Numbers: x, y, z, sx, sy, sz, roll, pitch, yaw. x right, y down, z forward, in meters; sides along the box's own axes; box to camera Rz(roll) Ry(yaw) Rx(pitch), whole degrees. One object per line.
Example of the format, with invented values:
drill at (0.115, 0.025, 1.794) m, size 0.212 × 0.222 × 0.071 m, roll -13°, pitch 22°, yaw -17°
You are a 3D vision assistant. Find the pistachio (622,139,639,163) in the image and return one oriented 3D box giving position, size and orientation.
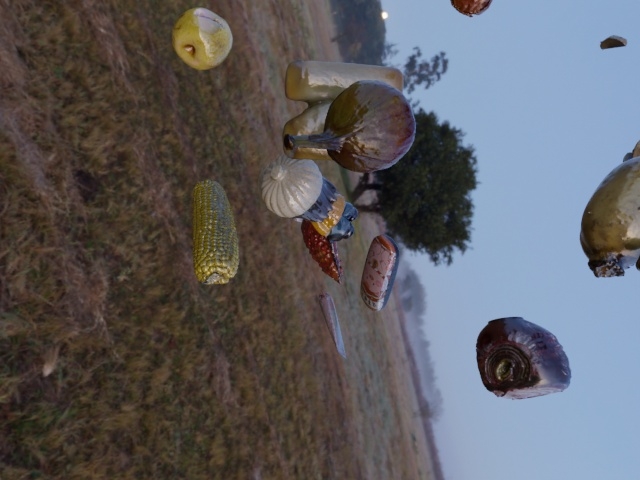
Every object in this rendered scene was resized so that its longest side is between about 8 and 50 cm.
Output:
pistachio at (0.832, -0.141, 1.213) m, size 0.229 × 0.157 × 0.157 m, roll 61°, pitch -3°, yaw 19°

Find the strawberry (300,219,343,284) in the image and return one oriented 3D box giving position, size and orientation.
strawberry at (0.000, 0.000, 1.757) m, size 0.233 × 0.137 × 0.306 m, roll 75°, pitch 10°, yaw -64°

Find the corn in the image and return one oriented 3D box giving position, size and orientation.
corn at (-0.237, -0.016, 1.130) m, size 0.101 × 0.101 × 0.310 m, roll 73°, pitch 2°, yaw -46°

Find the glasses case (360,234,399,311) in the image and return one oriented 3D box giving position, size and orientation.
glasses case at (0.178, 0.103, 1.533) m, size 0.103 × 0.067 × 0.267 m, roll 49°, pitch -39°, yaw 42°

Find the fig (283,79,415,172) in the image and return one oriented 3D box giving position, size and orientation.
fig at (0.044, -0.209, 1.003) m, size 0.191 × 0.290 × 0.191 m, roll 54°, pitch -22°, yaw 34°

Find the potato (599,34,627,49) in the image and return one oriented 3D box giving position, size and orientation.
potato at (0.866, -0.590, 1.479) m, size 0.037 × 0.036 × 0.093 m, roll 46°, pitch 2°, yaw -18°

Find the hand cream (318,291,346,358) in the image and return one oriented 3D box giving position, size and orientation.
hand cream at (0.036, 0.243, 1.472) m, size 0.067 × 0.043 × 0.210 m, roll 54°, pitch 14°, yaw -53°

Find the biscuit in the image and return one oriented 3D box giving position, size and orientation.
biscuit at (0.056, -0.306, 1.209) m, size 0.062 × 0.290 × 0.237 m, roll -134°, pitch -132°, yaw -79°

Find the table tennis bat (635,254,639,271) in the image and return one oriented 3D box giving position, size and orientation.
table tennis bat at (0.693, 0.052, 0.806) m, size 0.198 × 0.320 × 0.050 m, roll 73°, pitch 31°, yaw -48°

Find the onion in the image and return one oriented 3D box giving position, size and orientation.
onion at (0.548, 0.311, 1.353) m, size 0.216 × 0.207 × 0.206 m, roll 28°, pitch 48°, yaw -50°

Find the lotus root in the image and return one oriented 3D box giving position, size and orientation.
lotus root at (0.589, -0.045, 0.962) m, size 0.160 × 0.284 × 0.146 m, roll 48°, pitch -22°, yaw -27°

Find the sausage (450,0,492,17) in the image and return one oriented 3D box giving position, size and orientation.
sausage at (0.350, -0.604, 0.977) m, size 0.102 × 0.102 × 0.330 m, roll -97°, pitch -149°, yaw -71°

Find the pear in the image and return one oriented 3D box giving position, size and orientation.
pear at (-0.337, -0.586, 1.452) m, size 0.178 × 0.178 × 0.178 m, roll -14°, pitch 90°, yaw -88°

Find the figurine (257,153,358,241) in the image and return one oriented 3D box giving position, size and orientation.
figurine at (-0.018, -0.119, 1.420) m, size 0.204 × 0.332 × 0.185 m, roll -21°, pitch -129°, yaw 55°
